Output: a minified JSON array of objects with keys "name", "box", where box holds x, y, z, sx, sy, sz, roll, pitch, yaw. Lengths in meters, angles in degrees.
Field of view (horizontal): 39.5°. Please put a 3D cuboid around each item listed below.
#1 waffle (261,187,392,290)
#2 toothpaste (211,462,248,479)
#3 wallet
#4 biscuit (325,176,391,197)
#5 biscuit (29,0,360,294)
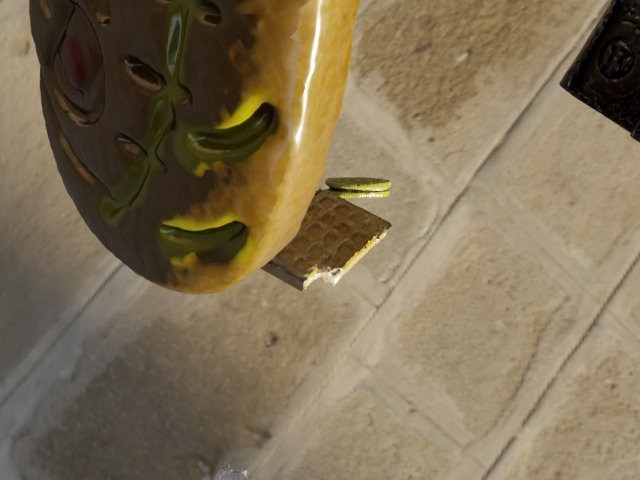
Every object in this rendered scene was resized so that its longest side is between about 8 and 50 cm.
[{"name":"waffle","box":[0.000,0.000,0.878,0.092,0.021,0.135,29,45,19]},{"name":"toothpaste","box":[-0.148,0.352,0.979,0.056,0.314,0.058,20,39,-12]},{"name":"wallet","box":[0.275,-0.183,0.618,0.039,0.133,0.243,-2,128,-46]},{"name":"biscuit","box":[0.047,-0.067,1.127,0.084,0.084,0.023,-2,99,-20]},{"name":"biscuit","box":[-0.116,-0.160,0.561,0.070,0.350,0.394,-19,126,-40]}]
